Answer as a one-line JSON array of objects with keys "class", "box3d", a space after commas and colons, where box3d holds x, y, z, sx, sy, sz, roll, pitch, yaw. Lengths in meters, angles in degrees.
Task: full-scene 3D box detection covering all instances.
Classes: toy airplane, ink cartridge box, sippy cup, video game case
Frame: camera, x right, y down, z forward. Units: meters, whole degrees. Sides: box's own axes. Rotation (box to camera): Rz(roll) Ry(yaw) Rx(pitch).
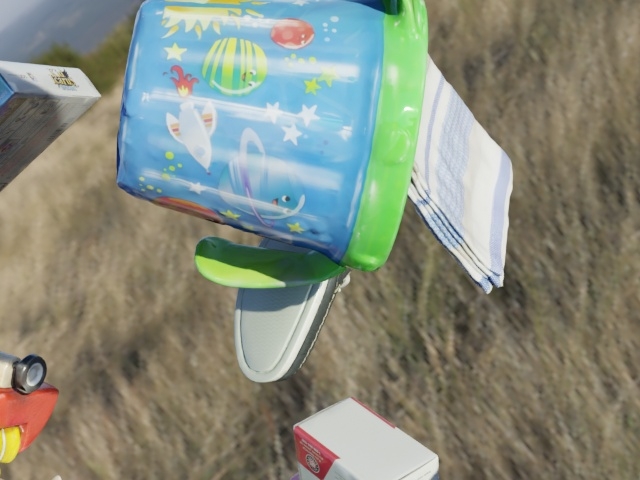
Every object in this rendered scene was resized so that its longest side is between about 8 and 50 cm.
[{"class": "toy airplane", "box3d": [-0.576, 0.332, 1.930, 0.384, 0.272, 0.386, -3, 24, -12]}, {"class": "ink cartridge box", "box3d": [0.045, 0.253, 1.199, 0.072, 0.175, 0.127, -25, 35, -30]}, {"class": "sippy cup", "box3d": [-0.046, -0.103, 1.061, 0.240, 0.224, 0.306, -141, 60, -83]}, {"class": "video game case", "box3d": [-0.444, -0.123, 1.698, 0.269, 0.061, 0.244, -41, -5, 15]}]

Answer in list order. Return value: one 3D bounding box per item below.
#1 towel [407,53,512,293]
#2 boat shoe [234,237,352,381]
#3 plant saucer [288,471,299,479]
[{"class": "towel", "box3d": [0.119, -0.105, 1.355, 0.034, 0.285, 0.209, -20, 38, 30]}, {"class": "boat shoe", "box3d": [0.000, 0.000, 1.284, 0.114, 0.091, 0.303, 9, 78, 43]}, {"class": "plant saucer", "box3d": [0.060, 0.400, 1.440, 0.332, 0.332, 0.084, -24, 5, 46]}]
